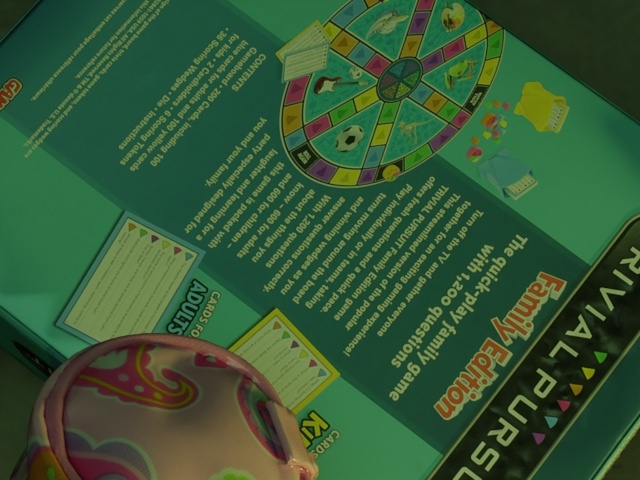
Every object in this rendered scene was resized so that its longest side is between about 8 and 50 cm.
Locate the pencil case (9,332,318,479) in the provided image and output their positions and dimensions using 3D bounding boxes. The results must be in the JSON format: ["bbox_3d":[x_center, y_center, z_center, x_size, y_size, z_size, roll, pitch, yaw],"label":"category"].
[{"bbox_3d":[-0.094,0.170,0.807,0.124,0.124,0.284,34,128,14],"label":"pencil case"}]

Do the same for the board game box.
[{"bbox_3d":[0.000,0.000,0.891,0.336,0.079,0.254,37,73,10],"label":"board game box"}]
